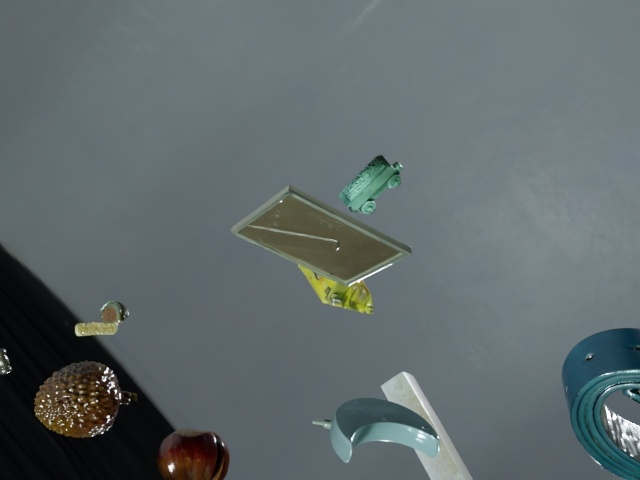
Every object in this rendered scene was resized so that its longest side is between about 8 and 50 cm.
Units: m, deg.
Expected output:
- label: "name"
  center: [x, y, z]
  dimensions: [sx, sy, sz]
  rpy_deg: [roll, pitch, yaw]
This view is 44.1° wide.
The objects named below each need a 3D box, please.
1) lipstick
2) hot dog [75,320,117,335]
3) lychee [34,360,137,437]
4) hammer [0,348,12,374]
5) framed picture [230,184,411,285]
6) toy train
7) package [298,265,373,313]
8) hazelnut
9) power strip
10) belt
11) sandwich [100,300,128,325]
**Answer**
- label: "lipstick"
  center: [0.272, 0.494, 1.907]
  dimensions: [0.076, 0.372, 0.079]
  rpy_deg: [-37, 150, 14]
- label: "hot dog"
  center: [-0.494, 0.194, 1.742]
  dimensions: [0.090, 0.030, 0.034]
  rpy_deg: [0, 173, -19]
- label: "lychee"
  center: [-0.562, 0.381, 1.899]
  dimensions: [0.238, 0.200, 0.200]
  rpy_deg: [-3, 156, -17]
- label: "hammer"
  center: [-0.878, 0.321, 1.892]
  dimensions: [0.292, 0.058, 0.029]
  rpy_deg: [-15, -176, 8]
- label: "framed picture"
  center: [0.000, 0.000, 1.526]
  dimensions: [0.213, 0.289, 0.016]
  rpy_deg: [-32, -139, 48]
- label: "toy train"
  center: [0.127, -0.140, 1.976]
  dimensions: [0.172, 0.070, 0.099]
  rpy_deg: [-45, 139, 12]
- label: "package"
  center: [0.028, 0.079, 1.838]
  dimensions: [0.090, 0.226, 0.168]
  rpy_deg: [-47, 145, 22]
- label: "hazelnut"
  center: [-0.351, 0.596, 2.145]
  dimensions: [0.178, 0.178, 0.204]
  rpy_deg: [-45, 143, 13]
- label: "power strip"
  center: [0.107, 0.385, 1.609]
  dimensions: [0.253, 0.167, 0.054]
  rpy_deg: [6, 111, -23]
- label: "belt"
  center: [0.727, 0.375, 1.720]
  dimensions: [0.300, 0.436, 0.173]
  rpy_deg: [-49, -169, 31]
- label: "sandwich"
  center: [-0.501, 0.179, 1.911]
  dimensions: [0.026, 0.101, 0.069]
  rpy_deg: [36, 90, -39]
